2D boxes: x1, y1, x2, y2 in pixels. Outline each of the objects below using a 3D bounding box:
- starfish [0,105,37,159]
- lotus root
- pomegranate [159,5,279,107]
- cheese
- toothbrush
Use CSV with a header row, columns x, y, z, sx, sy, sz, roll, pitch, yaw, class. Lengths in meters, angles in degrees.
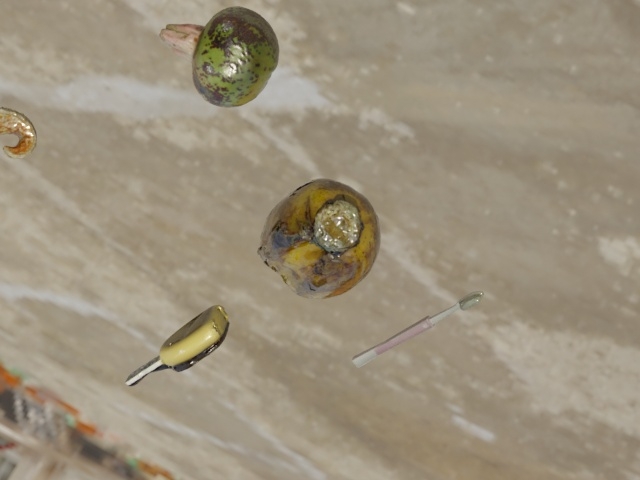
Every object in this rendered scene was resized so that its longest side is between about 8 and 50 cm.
x,y,z,sx,sy,sz,roll,pitch,yaw,class
-0.517,-0.125,1.616,0.312,0.113,0.303,-26,166,39,starfish
0.000,0.000,1.381,0.120,0.120,0.209,31,161,-8,lotus root
-0.132,-0.259,1.834,0.163,0.138,0.125,31,-159,33,pomegranate
-0.192,0.146,1.754,0.036,0.162,0.086,49,-160,-17,cheese
0.116,0.106,1.593,0.194,0.017,0.014,-31,105,31,toothbrush
